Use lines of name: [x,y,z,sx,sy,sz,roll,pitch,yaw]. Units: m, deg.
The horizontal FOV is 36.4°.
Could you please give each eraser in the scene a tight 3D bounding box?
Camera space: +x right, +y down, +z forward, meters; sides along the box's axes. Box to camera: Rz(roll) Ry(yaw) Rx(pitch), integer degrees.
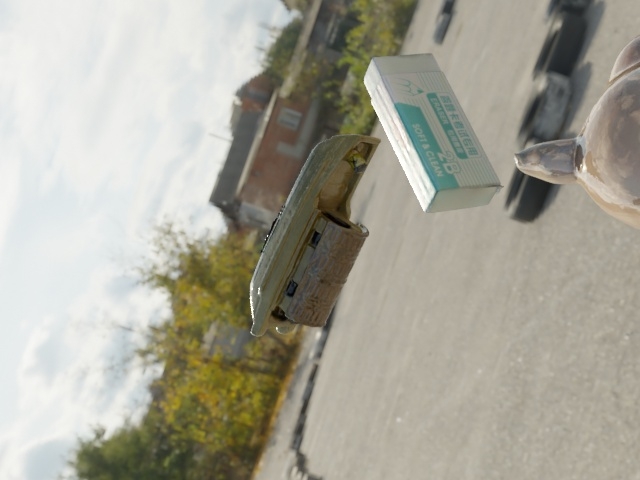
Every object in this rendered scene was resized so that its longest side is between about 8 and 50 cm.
eraser: [0.140,-0.139,1.239,0.052,0.096,0.225,114,141,-52]

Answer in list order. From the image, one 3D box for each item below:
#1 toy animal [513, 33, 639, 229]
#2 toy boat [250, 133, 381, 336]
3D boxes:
toy animal: [0.338,-0.100,0.804,0.195,0.256,0.213,45,129,45]
toy boat: [0.000,0.000,0.939,0.068,0.088,0.226,2,-61,-53]
